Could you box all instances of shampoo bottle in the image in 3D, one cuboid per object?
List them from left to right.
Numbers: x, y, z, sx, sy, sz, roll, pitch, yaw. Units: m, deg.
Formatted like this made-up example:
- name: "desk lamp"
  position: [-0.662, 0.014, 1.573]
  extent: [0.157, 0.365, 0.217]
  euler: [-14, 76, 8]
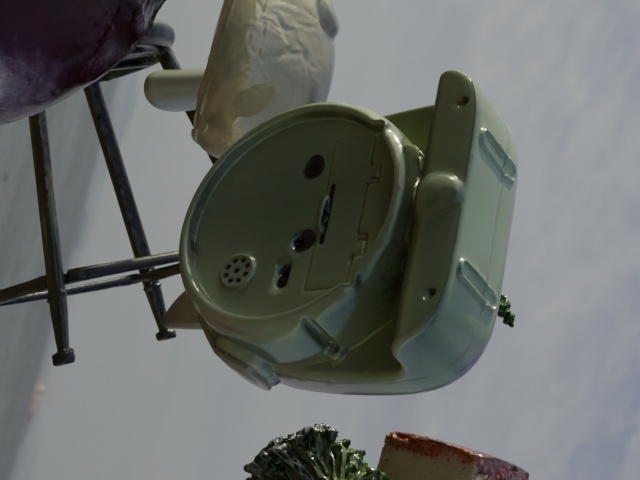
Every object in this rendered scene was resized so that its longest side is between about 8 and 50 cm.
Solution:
- name: "shampoo bottle"
  position: [-0.097, -0.185, 1.808]
  extent: [0.108, 0.220, 0.051]
  euler: [5, 85, -66]

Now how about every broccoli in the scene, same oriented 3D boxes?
- name: "broccoli"
  position: [0.017, 0.362, 1.897]
  extent: [0.165, 0.145, 0.304]
  euler: [-49, -141, 7]

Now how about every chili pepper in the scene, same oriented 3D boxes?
- name: "chili pepper"
  position: [0.230, 0.080, 1.945]
  extent: [0.083, 0.027, 0.022]
  euler: [51, -5, 39]

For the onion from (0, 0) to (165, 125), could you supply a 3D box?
- name: "onion"
  position: [-0.246, -0.194, 0.964]
  extent: [0.282, 0.336, 0.260]
  euler: [2, -97, 62]

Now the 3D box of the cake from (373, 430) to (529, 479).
- name: "cake"
  position: [0.171, 0.360, 2.073]
  extent: [0.262, 0.159, 0.158]
  euler: [31, 74, -63]

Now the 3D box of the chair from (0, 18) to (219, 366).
- name: "chair"
  position: [-0.302, -0.056, 1.938]
  extent: [0.362, 0.364, 0.410]
  euler: [-16, -93, 53]

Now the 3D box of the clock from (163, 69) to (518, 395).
- name: "clock"
  position: [0.000, 0.000, 1.278]
  extent: [0.108, 0.324, 0.265]
  euler: [44, 48, -47]

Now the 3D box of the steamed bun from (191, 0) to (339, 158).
- name: "steamed bun"
  position: [-0.050, -0.182, 1.527]
  extent: [0.177, 0.130, 0.228]
  euler: [109, -5, -50]
